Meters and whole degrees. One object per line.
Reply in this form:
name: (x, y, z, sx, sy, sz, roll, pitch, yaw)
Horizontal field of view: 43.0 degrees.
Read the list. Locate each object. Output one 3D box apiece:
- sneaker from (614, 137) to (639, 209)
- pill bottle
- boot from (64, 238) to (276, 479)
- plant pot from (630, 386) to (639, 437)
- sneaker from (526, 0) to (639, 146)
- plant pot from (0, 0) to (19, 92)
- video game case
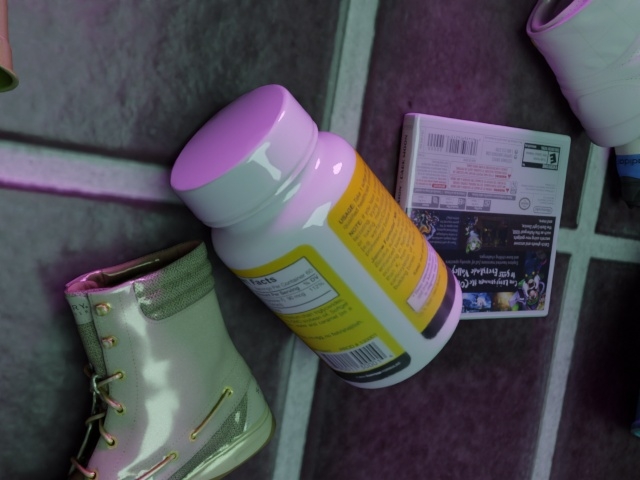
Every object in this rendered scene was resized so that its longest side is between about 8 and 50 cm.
sneaker: (0.366, -0.069, 0.832, 0.152, 0.058, 0.085, -9, 97, -27)
pill bottle: (0.000, 0.000, 0.573, 0.119, 0.119, 0.208, -50, 121, -16)
boot: (-0.139, 0.107, 0.527, 0.213, 0.077, 0.165, -30, 114, -31)
plant pot: (0.466, 0.088, 0.822, 0.271, 0.271, 0.255, 21, 71, -34)
sneaker: (0.321, -0.231, 0.701, 0.292, 0.108, 0.169, -39, 118, 10)
plant pot: (-0.206, -0.132, 0.449, 0.083, 0.083, 0.079, 10, 80, -34)
video game case: (0.142, -0.016, 0.721, 0.190, 0.022, 0.173, 2, 97, -34)
